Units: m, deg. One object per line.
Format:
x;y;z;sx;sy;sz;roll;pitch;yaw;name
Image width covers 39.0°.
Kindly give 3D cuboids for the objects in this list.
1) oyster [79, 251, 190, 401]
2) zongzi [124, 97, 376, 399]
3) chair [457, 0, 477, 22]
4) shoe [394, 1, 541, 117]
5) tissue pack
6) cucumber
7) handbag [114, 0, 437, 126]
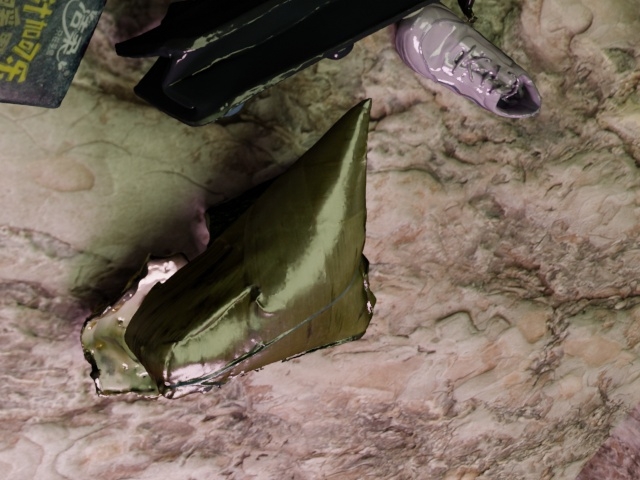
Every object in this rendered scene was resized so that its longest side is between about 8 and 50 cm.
-0.227;0.116;1.226;0.223;0.083;0.214;-54;142;4;oyster
-0.077;0.013;1.076;0.322;0.160;0.361;-21;141;-27;zongzi
0.261;-0.393;1.072;0.141;0.155;0.260;14;142;2;chair
0.207;-0.240;1.236;0.245;0.137;0.095;21;104;-47;shoe
-0.315;-0.219;0.815;0.257;0.081;0.185;-5;130;-59;tissue pack
-0.050;-0.051;1.233;0.265;0.077;0.077;-26;136;-19;cucumber
-0.045;-0.237;0.967;0.325;0.269;0.118;-30;115;-15;handbag
